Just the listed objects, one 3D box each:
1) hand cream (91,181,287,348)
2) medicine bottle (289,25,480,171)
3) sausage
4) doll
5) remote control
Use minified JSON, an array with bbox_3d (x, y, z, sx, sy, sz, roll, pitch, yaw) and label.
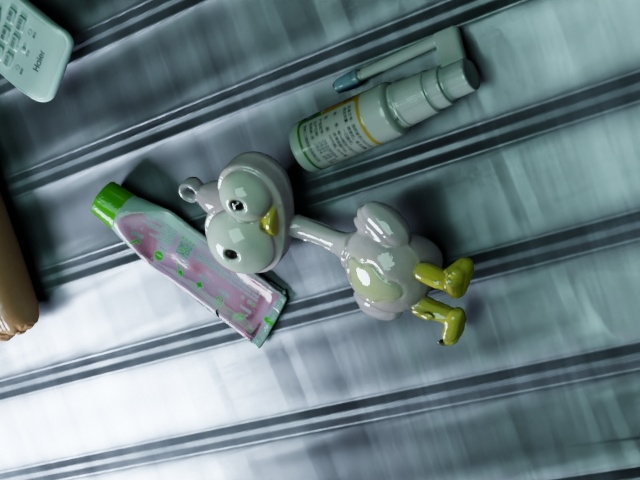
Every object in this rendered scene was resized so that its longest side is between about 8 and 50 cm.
[{"bbox_3d":[-0.164,0.021,1.467,0.275,0.050,0.079,35,144,11],"label":"hand cream"},{"bbox_3d":[0.065,-0.152,1.275,0.220,0.061,0.092,-21,74,32],"label":"medicine bottle"},{"bbox_3d":[-0.455,-0.005,1.596,0.086,0.086,0.289,-16,94,32],"label":"sausage"},{"bbox_3d":[0.000,-0.001,1.324,0.365,0.094,0.160,20,137,19],"label":"doll"},{"bbox_3d":[-0.424,-0.295,1.519,0.293,0.051,0.103,38,119,19],"label":"remote control"}]
